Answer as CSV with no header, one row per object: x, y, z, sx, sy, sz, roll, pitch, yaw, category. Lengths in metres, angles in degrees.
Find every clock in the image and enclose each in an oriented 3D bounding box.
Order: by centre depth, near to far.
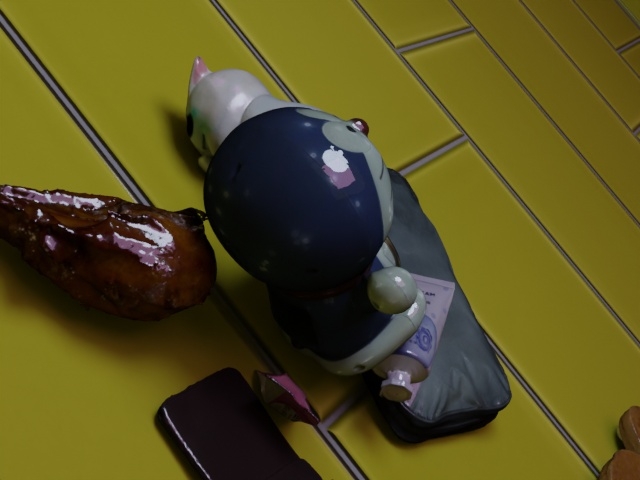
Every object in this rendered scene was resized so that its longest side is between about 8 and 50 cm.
0.000,0.000,0.799,0.200,0.146,0.243,35,-22,43,clock

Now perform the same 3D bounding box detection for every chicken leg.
-0.221,-0.014,0.725,0.304,0.093,0.113,20,24,-23,chicken leg

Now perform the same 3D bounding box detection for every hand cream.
0.080,0.084,0.894,0.084,0.053,0.142,14,53,-1,hand cream

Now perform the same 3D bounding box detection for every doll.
-0.059,-0.100,0.942,0.181,0.110,0.107,29,70,20,doll

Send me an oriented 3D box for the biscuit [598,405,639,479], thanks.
0.431,0.303,1.157,0.340,0.047,0.216,-4,56,-47,biscuit

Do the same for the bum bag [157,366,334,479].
-0.053,0.176,0.760,0.159,0.026,0.109,52,32,9,bum bag

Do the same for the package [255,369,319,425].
-0.030,0.131,0.805,0.059,0.029,0.083,44,-9,-4,package

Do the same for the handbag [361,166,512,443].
0.079,0.046,1.005,0.192,0.075,0.332,-1,60,-44,handbag
